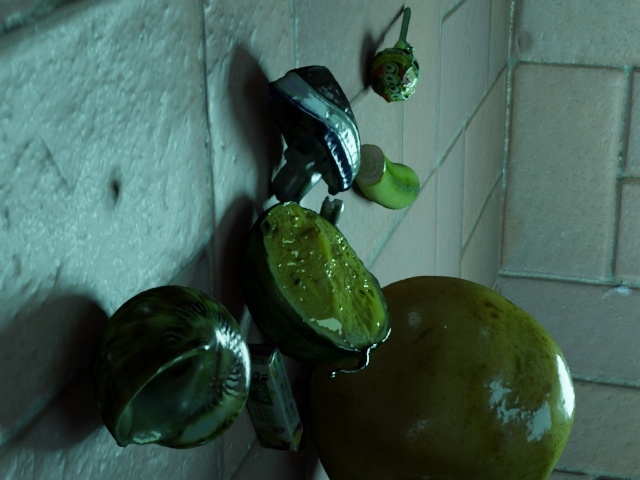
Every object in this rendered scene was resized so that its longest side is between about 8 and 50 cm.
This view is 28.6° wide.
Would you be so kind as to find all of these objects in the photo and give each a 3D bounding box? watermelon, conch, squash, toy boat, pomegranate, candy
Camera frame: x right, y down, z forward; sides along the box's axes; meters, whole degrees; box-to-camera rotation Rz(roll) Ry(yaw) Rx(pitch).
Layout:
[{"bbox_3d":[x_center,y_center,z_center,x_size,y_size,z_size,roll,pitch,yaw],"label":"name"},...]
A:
[{"bbox_3d":[-0.019,0.072,1.549,0.204,0.127,0.232,-11,68,-57],"label":"watermelon"},{"bbox_3d":[-0.150,0.127,1.189,0.187,0.124,0.181,-33,142,-39],"label":"conch"},{"bbox_3d":[0.108,-0.102,2.099,0.250,0.083,0.083,22,74,-70],"label":"squash"},{"bbox_3d":[-0.020,-0.123,1.597,0.115,0.114,0.262,-42,148,-19],"label":"toy boat"},{"bbox_3d":[0.182,0.265,1.883,0.417,0.417,0.416,5,90,-74],"label":"pomegranate"},{"bbox_3d":[0.138,-0.330,2.160,0.305,0.083,0.091,-75,162,-56],"label":"candy"}]

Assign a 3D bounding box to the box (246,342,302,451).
[{"bbox_3d":[-0.066,0.205,1.627,0.207,0.050,0.041,77,23,-48],"label":"box"}]

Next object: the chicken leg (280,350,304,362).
[{"bbox_3d":[-0.041,0.074,1.659,0.093,0.070,0.178,-15,102,-67],"label":"chicken leg"}]

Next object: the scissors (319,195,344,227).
[{"bbox_3d":[0.000,0.000,1.704,0.242,0.031,0.118,112,-8,-67],"label":"scissors"}]
